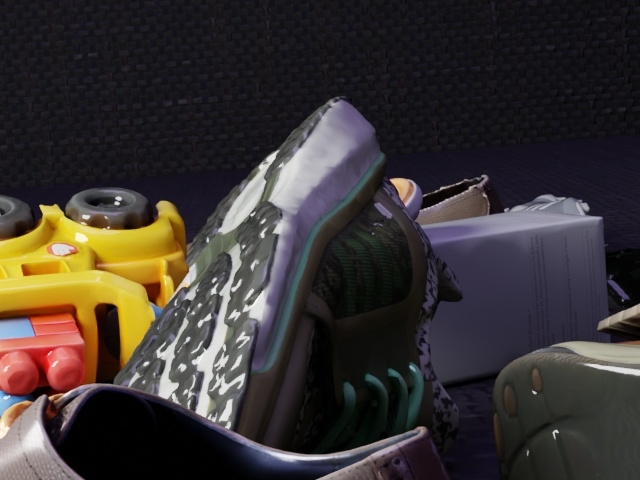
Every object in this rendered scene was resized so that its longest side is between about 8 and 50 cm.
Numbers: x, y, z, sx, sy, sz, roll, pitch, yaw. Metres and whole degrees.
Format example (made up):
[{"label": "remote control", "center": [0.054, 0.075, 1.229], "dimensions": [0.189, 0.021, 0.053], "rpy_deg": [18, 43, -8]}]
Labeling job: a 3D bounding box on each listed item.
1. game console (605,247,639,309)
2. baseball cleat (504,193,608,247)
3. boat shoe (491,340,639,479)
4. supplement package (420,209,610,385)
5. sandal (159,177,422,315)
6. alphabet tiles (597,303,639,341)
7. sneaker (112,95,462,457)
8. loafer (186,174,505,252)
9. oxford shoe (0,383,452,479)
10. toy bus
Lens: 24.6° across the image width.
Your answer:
[{"label": "game console", "center": [0.284, 0.043, 1.307], "dimensions": [0.122, 0.071, 0.107], "rpy_deg": [-9, 39, -24]}, {"label": "baseball cleat", "center": [0.229, -0.003, 1.537], "dimensions": [0.109, 0.072, 0.206], "rpy_deg": [-19, 3, 0]}, {"label": "boat shoe", "center": [0.213, 0.089, 0.617], "dimensions": [0.120, 0.122, 0.324], "rpy_deg": [-6, 8, -34]}, {"label": "supplement package", "center": [0.110, 0.040, 1.087], "dimensions": [0.179, 0.105, 0.105], "rpy_deg": [-8, 8, -27]}, {"label": "sandal", "center": [-0.046, 0.026, 0.996], "dimensions": [0.265, 0.076, 0.102], "rpy_deg": [-44, 21, -19]}, {"label": "alphabet tiles", "center": [0.271, 0.067, 0.743], "dimensions": [0.237, 0.009, 0.198], "rpy_deg": [15, -7, 3]}, {"label": "sneaker", "center": [0.009, 0.068, 0.792], "dimensions": [0.158, 0.182, 0.410], "rpy_deg": [-44, 11, 31]}, {"label": "loafer", "center": [0.000, 0.000, 1.329], "dimensions": [0.366, 0.130, 0.134], "rpy_deg": [-5, 12, -1]}, {"label": "oxford shoe", "center": [-0.105, 0.115, 0.558], "dimensions": [0.364, 0.132, 0.130], "rpy_deg": [-1, 9, 26]}, {"label": "toy bus", "center": [-0.181, 0.061, 1.037], "dimensions": [0.220, 0.149, 0.211], "rpy_deg": [-5, 20, -22]}]
